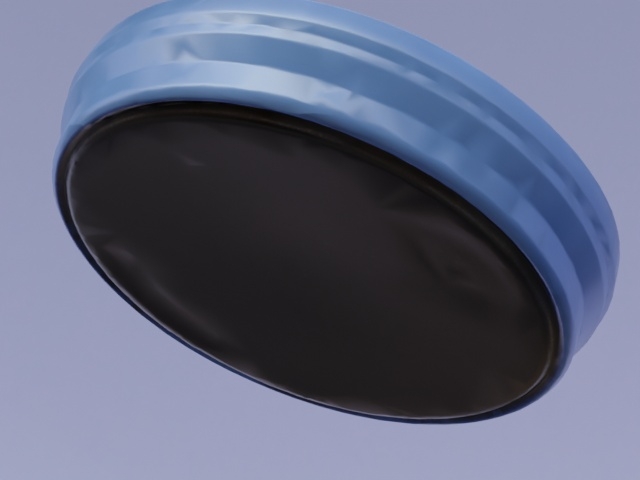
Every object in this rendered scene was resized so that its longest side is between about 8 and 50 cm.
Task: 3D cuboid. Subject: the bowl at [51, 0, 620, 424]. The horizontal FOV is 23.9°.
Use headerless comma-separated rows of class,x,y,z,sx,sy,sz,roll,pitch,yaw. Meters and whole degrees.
bowl,0.000,0.000,1.014,0.391,0.077,0.391,17,-31,11
